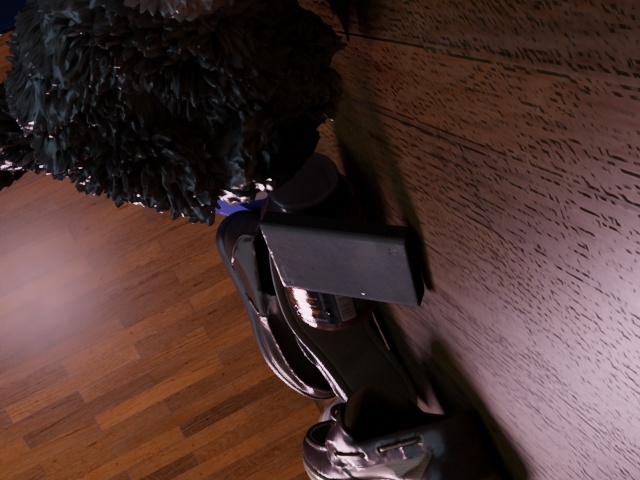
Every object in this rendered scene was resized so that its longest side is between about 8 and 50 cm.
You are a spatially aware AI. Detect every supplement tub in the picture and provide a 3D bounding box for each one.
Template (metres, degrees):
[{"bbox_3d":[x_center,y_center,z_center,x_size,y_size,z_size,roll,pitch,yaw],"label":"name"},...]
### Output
[{"bbox_3d":[0.000,0.000,0.957,0.106,0.106,0.198,57,170,38],"label":"supplement tub"}]

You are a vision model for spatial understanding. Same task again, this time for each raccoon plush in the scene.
[{"bbox_3d":[-0.185,-0.143,0.620,0.299,0.446,0.216,52,-162,-53],"label":"raccoon plush"}]

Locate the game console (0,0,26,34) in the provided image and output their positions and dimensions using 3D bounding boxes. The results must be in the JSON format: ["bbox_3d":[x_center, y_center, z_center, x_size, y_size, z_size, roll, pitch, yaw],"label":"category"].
[{"bbox_3d":[-0.373,-0.383,1.460,0.173,0.293,0.250,62,173,13],"label":"game console"}]

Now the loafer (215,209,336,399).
[{"bbox_3d":[-0.054,0.114,1.608,0.366,0.134,0.130,58,154,-9],"label":"loafer"}]

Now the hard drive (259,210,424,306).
[{"bbox_3d":[0.020,0.016,0.849,0.094,0.135,0.022,71,-146,-48],"label":"hard drive"}]

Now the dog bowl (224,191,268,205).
[{"bbox_3d":[-0.152,-0.204,1.310,0.349,0.102,0.349,61,173,13],"label":"dog bowl"}]

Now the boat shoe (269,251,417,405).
[{"bbox_3d":[0.015,0.107,1.197,0.302,0.114,0.091,65,167,-11],"label":"boat shoe"}]

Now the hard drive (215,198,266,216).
[{"bbox_3d":[-0.183,-0.100,1.621,0.210,0.040,0.319,18,169,1],"label":"hard drive"}]

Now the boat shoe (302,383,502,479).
[{"bbox_3d":[0.071,0.215,1.048,0.342,0.123,0.123,-7,100,66],"label":"boat shoe"}]

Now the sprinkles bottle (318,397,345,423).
[{"bbox_3d":[0.061,0.300,1.522,0.121,0.121,0.355,62,173,9],"label":"sprinkles bottle"}]
